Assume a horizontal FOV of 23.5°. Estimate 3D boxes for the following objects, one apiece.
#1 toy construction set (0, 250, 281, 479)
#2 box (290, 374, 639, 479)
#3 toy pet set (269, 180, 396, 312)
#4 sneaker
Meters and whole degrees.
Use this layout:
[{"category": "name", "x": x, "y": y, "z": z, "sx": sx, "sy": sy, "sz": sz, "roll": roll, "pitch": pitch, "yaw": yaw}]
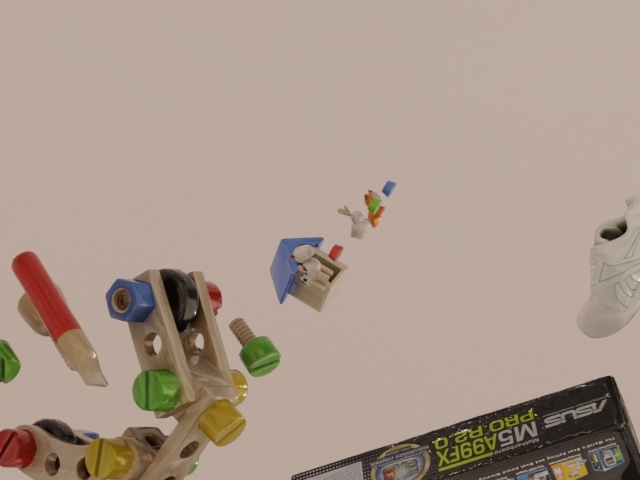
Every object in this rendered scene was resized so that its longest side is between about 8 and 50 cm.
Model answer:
[{"category": "toy construction set", "x": -0.152, "y": 0.166, "z": 1.304, "sx": 0.257, "sy": 0.237, "sz": 0.309, "roll": -37, "pitch": -32, "yaw": -1}, {"category": "box", "x": 0.138, "y": 0.238, "z": 1.224, "sx": 0.270, "sy": 0.060, "sz": 0.216, "roll": -19, "pitch": -56, "yaw": 10}, {"category": "toy pet set", "x": 0.000, "y": 0.000, "z": 1.394, "sx": 0.065, "sy": 0.122, "sz": 0.114, "roll": 31, "pitch": -47, "yaw": 10}, {"category": "sneaker", "x": 0.228, "y": 0.016, "z": 1.174, "sx": 0.061, "sy": 0.054, "sz": 0.152, "roll": 21, "pitch": -46, "yaw": -8}]
